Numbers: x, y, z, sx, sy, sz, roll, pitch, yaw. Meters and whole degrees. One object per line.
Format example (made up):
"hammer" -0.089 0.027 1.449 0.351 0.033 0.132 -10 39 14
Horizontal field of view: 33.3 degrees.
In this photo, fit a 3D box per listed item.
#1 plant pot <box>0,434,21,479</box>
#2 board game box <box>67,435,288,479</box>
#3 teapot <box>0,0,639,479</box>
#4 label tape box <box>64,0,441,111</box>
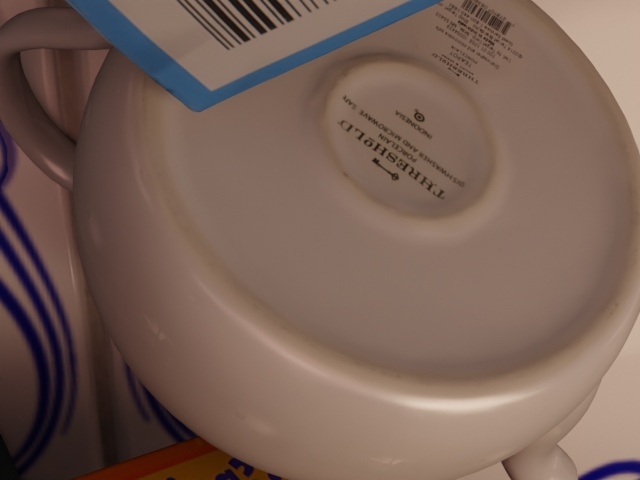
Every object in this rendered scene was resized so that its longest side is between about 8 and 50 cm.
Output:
"plant pot" -0.240 0.138 0.505 0.166 0.165 0.234 -29 115 3
"board game box" -0.048 0.332 0.380 0.356 0.356 0.356 35 116 30
"teapot" 0.000 0.000 0.476 0.253 0.187 0.256 -7 67 -24
"label tape box" 0.010 -0.251 0.365 0.249 0.347 0.115 -22 151 17
